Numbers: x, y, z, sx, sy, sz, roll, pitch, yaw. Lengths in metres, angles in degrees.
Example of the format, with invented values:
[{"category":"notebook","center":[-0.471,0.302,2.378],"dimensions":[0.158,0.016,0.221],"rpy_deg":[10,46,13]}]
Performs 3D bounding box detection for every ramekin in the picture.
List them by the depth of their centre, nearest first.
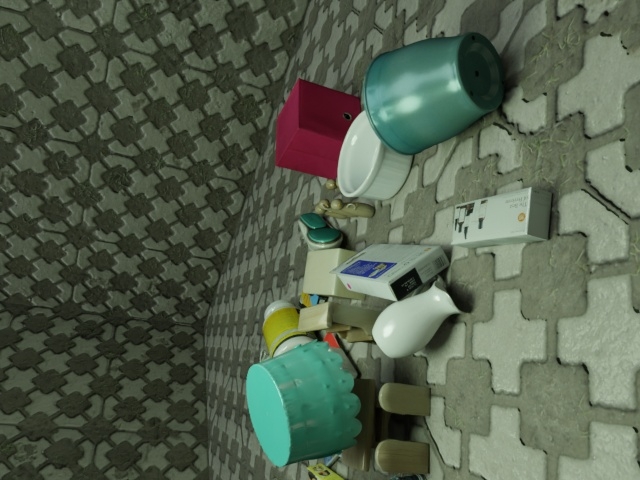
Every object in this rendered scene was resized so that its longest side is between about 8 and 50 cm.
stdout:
[{"category":"ramekin","center":[0.172,-0.257,1.614],"dimensions":[0.277,0.135,0.277],"rpy_deg":[-167,90,-68]}]

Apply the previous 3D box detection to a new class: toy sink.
[{"category":"toy sink","center":[0.054,0.117,1.744],"dimensions":[0.234,0.131,0.153],"rpy_deg":[-10,70,62]}]

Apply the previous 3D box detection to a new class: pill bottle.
[{"category":"pill bottle","center":[-0.118,0.369,1.972],"dimensions":[0.334,0.187,0.188],"rpy_deg":[-124,49,-61]}]

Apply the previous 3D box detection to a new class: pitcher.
[{"category":"pitcher","center":[0.227,0.177,1.249],"dimensions":[0.207,0.125,0.178],"rpy_deg":[-40,18,14]}]

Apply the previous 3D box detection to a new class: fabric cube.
[{"category":"fabric cube","center":[-0.012,-0.427,2.006],"dimensions":[0.259,0.258,0.254],"rpy_deg":[134,143,-54]}]

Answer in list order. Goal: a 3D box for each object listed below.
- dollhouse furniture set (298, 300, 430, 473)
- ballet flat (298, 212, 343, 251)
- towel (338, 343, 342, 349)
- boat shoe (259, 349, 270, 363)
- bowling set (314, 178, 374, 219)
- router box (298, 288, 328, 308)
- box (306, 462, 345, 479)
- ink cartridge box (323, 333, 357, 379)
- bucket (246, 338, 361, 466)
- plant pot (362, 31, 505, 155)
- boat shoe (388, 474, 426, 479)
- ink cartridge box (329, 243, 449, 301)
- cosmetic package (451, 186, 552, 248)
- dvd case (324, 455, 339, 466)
[{"category":"dollhouse furniture set","center":[0.076,0.383,1.354],"dimensions":[0.362,0.256,0.395],"rpy_deg":[-27,53,60]},{"category":"ballet flat","center":[0.000,0.000,1.978],"dimensions":[0.400,0.139,0.139],"rpy_deg":[-128,53,-68]},{"category":"towel","center":[0.021,0.467,1.767],"dimensions":[0.102,0.021,0.237],"rpy_deg":[-177,103,-71]},{"category":"boat shoe","center":[-0.203,0.533,2.151],"dimensions":[0.367,0.156,0.136],"rpy_deg":[178,103,-68]},{"category":"bowling set","center":[0.077,-0.178,1.797],"dimensions":[0.287,0.154,0.200],"rpy_deg":[174,106,-68]},{"category":"router box","center":[-0.026,0.224,2.007],"dimensions":[0.179,0.046,0.133],"rpy_deg":[-146,68,-67]},{"category":"box","center":[0.029,0.756,1.562],"dimensions":[0.232,0.058,0.088],"rpy_deg":[161,101,-65]},{"category":"ink cartridge box","center":[-0.011,0.477,1.712],"dimensions":[0.296,0.066,0.261],"rpy_deg":[-64,29,15]},{"category":"bucket","center":[-0.051,0.395,1.245],"dimensions":[0.281,0.183,0.281],"rpy_deg":[24,118,56]},{"category":"plant pot","center":[0.287,-0.364,1.244],"dimensions":[0.255,0.271,0.272],"rpy_deg":[-6,73,53]},{"category":"boat shoe","center":[0.179,0.624,1.234],"dimensions":[0.065,0.083,0.183],"rpy_deg":[-114,40,-56]},{"category":"ink cartridge box","center":[0.172,0.076,1.407],"dimensions":[0.069,0.175,0.371],"rpy_deg":[62,162,-13]},{"category":"cosmetic package","center":[0.376,-0.042,1.098],"dimensions":[0.239,0.060,0.099],"rpy_deg":[166,113,-67]},{"category":"dvd case","center":[0.059,0.582,1.646],"dimensions":[0.180,0.022,0.253],"rpy_deg":[-100,29,-45]}]
